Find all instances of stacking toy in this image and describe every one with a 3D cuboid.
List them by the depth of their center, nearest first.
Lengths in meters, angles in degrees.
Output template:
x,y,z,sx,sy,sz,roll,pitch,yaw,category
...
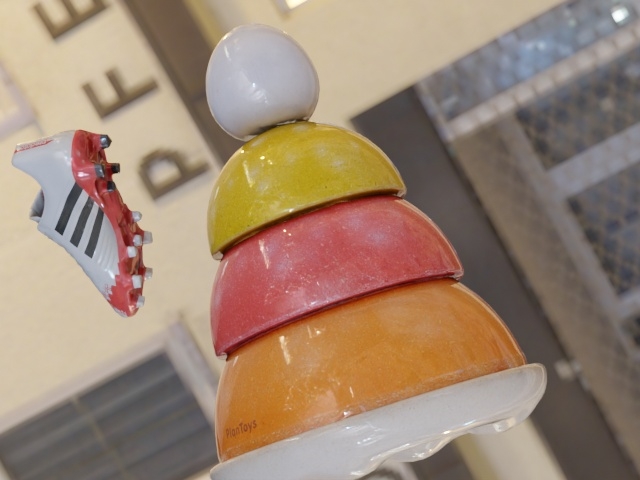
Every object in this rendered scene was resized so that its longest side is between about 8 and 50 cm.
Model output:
x,y,z,sx,sy,sz,roll,pitch,yaw,category
0.000,0.000,1.731,0.350,0.350,0.480,10,-119,-74,stacking toy

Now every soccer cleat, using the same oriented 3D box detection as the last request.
x,y,z,sx,sy,sz,roll,pitch,yaw,category
-0.082,-0.005,0.601,0.083,0.035,0.029,75,-163,-44,soccer cleat
